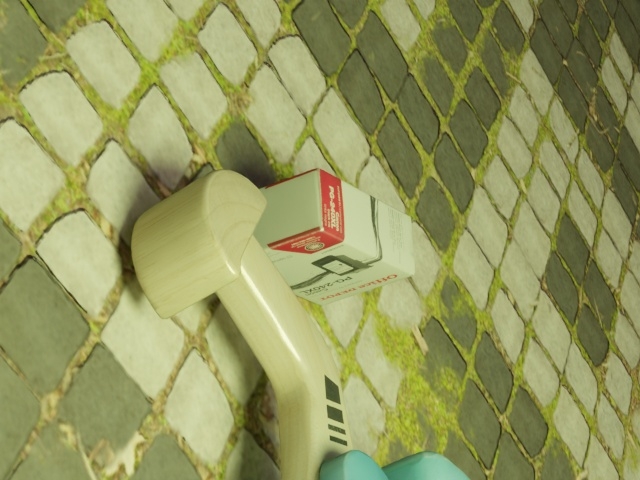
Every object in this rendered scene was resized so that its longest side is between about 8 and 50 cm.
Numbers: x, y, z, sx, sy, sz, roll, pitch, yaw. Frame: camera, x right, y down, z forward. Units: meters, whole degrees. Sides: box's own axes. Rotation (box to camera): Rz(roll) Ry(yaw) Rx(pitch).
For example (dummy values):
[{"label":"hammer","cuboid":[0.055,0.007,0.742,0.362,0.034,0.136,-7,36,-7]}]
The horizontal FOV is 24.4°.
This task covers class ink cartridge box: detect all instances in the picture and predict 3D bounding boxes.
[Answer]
[{"label":"ink cartridge box","cuboid":[0.000,0.000,1.315,0.150,0.109,0.063,26,52,-50]}]

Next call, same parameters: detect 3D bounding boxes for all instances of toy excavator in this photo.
[{"label":"toy excavator","cuboid":[0.014,0.212,1.179,0.433,0.222,0.445,41,29,-40]}]
